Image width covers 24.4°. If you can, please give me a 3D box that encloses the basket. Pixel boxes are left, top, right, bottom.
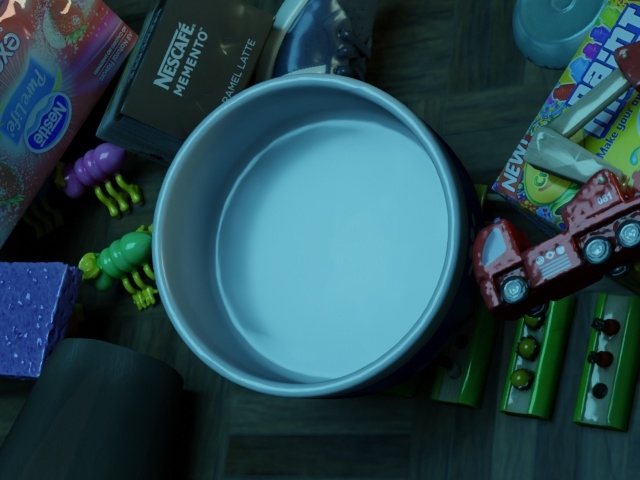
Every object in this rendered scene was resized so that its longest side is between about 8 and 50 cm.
[{"bbox_3d":[-0.217,0.218,1.371,0.154,0.204,0.227,127,160,-67],"label":"basket"}]

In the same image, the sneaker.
[{"bbox_3d":[0.008,-0.093,1.368,0.148,0.131,0.350,22,90,32],"label":"sneaker"}]

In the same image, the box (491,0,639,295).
[{"bbox_3d":[0.334,-0.072,1.063,0.279,0.177,0.290,32,91,33],"label":"box"}]

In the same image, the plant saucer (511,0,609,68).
[{"bbox_3d":[0.220,-0.212,1.322,0.119,0.021,0.119,-14,63,30],"label":"plant saucer"}]

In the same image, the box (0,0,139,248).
[{"bbox_3d":[-0.346,-0.142,1.550,0.142,0.154,0.300,-1,52,50],"label":"box"}]

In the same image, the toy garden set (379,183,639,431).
[{"bbox_3d":[0.155,0.041,1.245,0.244,0.049,0.203,4,74,37],"label":"toy garden set"}]

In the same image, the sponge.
[{"bbox_3d":[-0.336,0.080,1.498,0.210,0.031,0.117,0,72,34],"label":"sponge"}]

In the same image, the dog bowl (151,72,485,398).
[{"bbox_3d":[0.000,0.000,1.230,0.265,0.104,0.265,-3,82,20],"label":"dog bowl"}]

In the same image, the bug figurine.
[{"bbox_3d":[-0.267,0.002,1.549,0.216,0.072,0.279,-32,55,21],"label":"bug figurine"}]

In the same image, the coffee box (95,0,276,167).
[{"bbox_3d":[-0.136,-0.154,1.420,0.141,0.098,0.246,-68,12,-7],"label":"coffee box"}]

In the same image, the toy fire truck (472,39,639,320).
[{"bbox_3d":[0.180,-0.041,1.003,0.192,0.047,0.135,-28,63,20],"label":"toy fire truck"}]
